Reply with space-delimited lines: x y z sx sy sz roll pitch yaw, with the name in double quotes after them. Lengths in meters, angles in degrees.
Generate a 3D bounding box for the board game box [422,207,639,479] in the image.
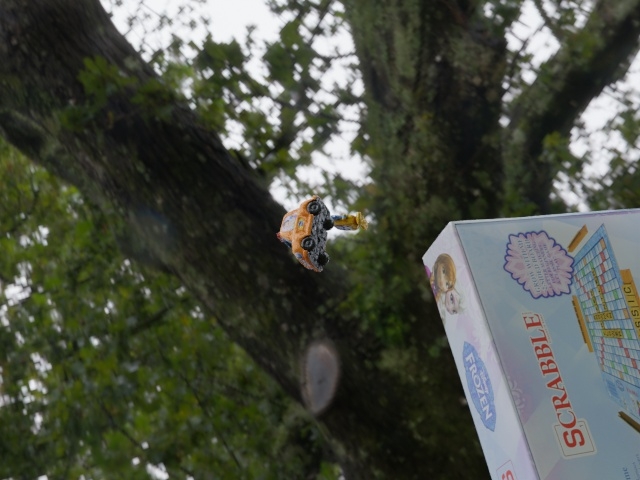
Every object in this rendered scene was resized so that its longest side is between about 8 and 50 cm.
0.271 0.125 0.880 0.317 0.319 0.066 -4 -28 -21 "board game box"

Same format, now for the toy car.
0.000 0.000 0.939 0.122 0.040 0.060 19 -109 -67 "toy car"
